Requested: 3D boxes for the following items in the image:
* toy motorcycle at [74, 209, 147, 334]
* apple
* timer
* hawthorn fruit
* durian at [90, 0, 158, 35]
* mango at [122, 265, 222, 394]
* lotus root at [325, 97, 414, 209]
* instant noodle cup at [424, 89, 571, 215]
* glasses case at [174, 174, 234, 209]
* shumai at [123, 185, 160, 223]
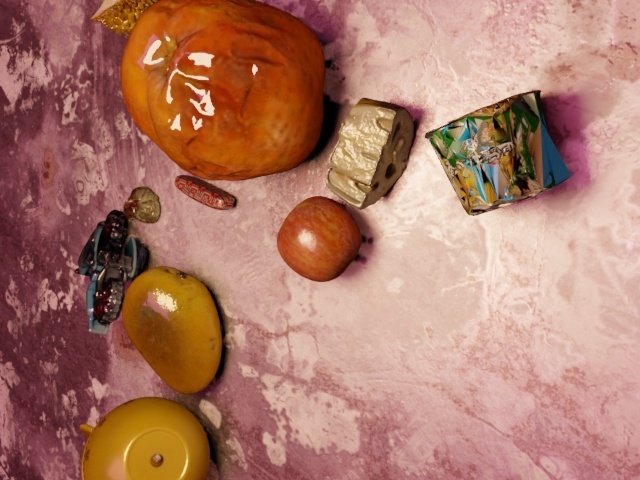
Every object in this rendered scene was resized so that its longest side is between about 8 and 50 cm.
[{"bbox_3d":[-0.628,0.102,1.791,0.232,0.172,0.416,-53,37,30],"label":"toy motorcycle"},{"bbox_3d":[0.000,0.000,1.394,0.174,0.188,0.188,42,115,11],"label":"apple"},{"bbox_3d":[-0.491,0.608,1.692,0.387,0.376,0.376,-34,74,56],"label":"timer"},{"bbox_3d":[-0.215,-0.332,1.367,0.471,0.471,0.472,3,95,33],"label":"hawthorn fruit"},{"bbox_3d":[-0.518,-0.694,1.717,0.138,0.183,0.250,33,112,-12],"label":"durian"},{"bbox_3d":[-0.397,0.248,1.657,0.253,0.182,0.365,-15,93,15],"label":"mango"},{"bbox_3d":[0.113,-0.195,1.337,0.119,0.138,0.235,35,112,32],"label":"lotus root"},{"bbox_3d":[0.334,-0.159,1.154,0.240,0.240,0.178,-20,92,33],"label":"instant noodle cup"},{"bbox_3d":[-0.314,-0.126,1.655,0.194,0.073,0.049,27,108,30],"label":"glasses case"},{"bbox_3d":[-0.541,-0.102,1.797,0.123,0.087,0.099,39,114,26],"label":"shumai"}]
